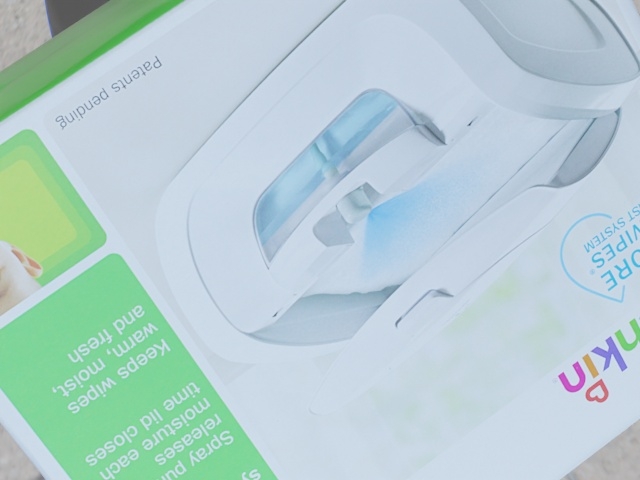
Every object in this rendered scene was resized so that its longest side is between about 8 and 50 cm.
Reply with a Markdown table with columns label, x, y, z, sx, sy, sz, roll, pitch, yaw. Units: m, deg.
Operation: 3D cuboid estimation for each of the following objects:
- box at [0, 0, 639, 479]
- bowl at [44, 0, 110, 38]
| label | x | y | z | sx | sy | sz | roll | pitch | yaw |
| --- | --- | --- | --- | --- | --- | --- | --- | --- | --- |
| box | 0.000 | 0.000 | 0.487 | 0.262 | 0.127 | 0.231 | -35 | 110 | -9 |
| bowl | -0.157 | -0.253 | 1.091 | 0.077 | 0.391 | 0.391 | -8 | 111 | -28 |
